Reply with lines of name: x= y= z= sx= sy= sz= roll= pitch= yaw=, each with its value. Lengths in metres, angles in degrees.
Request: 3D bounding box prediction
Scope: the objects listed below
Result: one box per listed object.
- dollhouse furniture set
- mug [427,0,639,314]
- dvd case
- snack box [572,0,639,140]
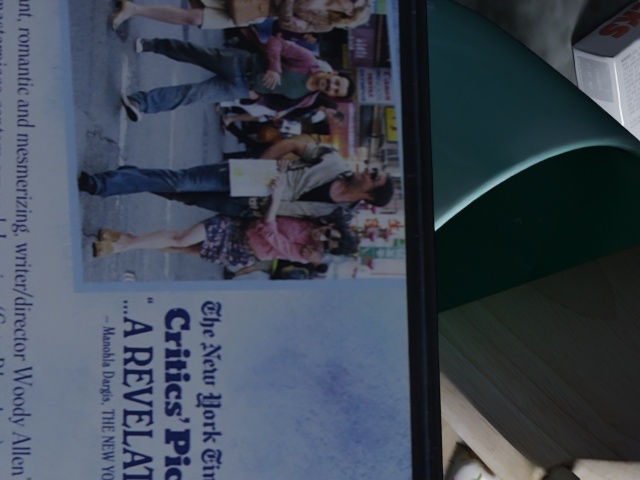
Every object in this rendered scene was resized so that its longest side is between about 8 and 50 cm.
dollhouse furniture set: x=0.056 y=0.180 z=0.526 sx=0.355 sy=0.174 sz=0.303 roll=-17 pitch=139 yaw=-39
mug: x=0.007 y=-0.006 z=0.516 sx=0.129 sy=0.097 sz=0.158 roll=-52 pitch=148 yaw=10
dvd case: x=-0.099 y=0.017 z=0.352 sx=0.253 sy=0.022 sz=0.180 roll=2 pitch=77 yaw=-15
snack box: x=0.160 y=-0.081 z=0.717 sx=0.178 sy=0.022 sz=0.064 roll=-35 pitch=127 yaw=-32
